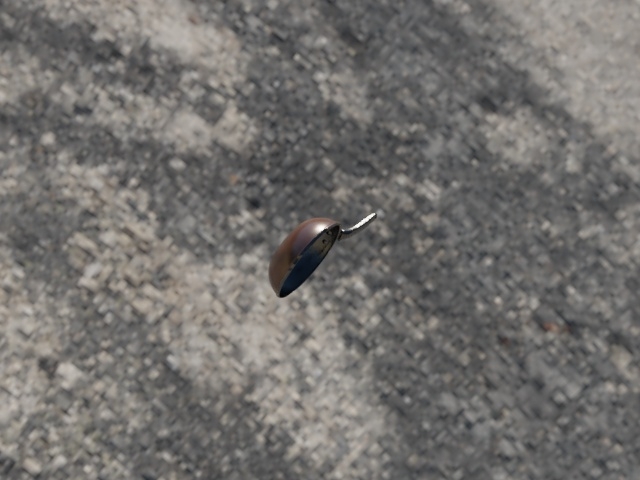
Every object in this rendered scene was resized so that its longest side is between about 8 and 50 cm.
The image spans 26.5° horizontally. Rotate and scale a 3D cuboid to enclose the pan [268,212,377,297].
[{"bbox_3d":[0.000,-0.001,0.976,0.023,0.068,0.115,41,43,15],"label":"pan"}]
